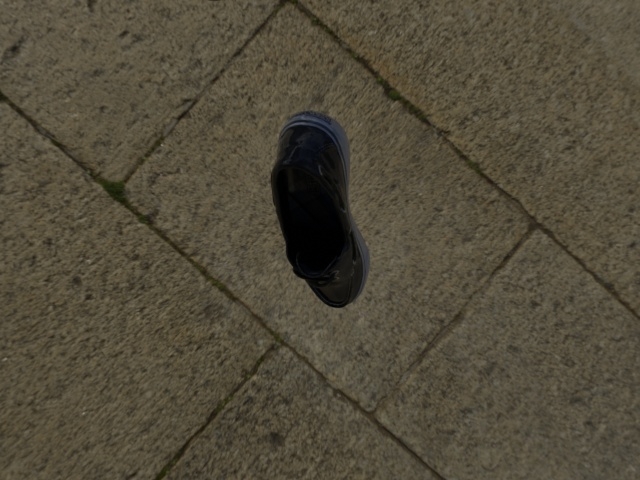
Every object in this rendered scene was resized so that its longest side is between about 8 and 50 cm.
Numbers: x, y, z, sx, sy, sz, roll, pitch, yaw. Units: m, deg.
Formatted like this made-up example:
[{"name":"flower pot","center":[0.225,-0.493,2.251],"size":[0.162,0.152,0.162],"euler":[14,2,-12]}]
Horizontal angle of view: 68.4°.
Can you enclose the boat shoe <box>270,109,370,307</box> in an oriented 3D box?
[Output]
[{"name":"boat shoe","center":[0.000,0.000,0.425],"size":[0.080,0.229,0.076],"euler":[8,48,13]}]
